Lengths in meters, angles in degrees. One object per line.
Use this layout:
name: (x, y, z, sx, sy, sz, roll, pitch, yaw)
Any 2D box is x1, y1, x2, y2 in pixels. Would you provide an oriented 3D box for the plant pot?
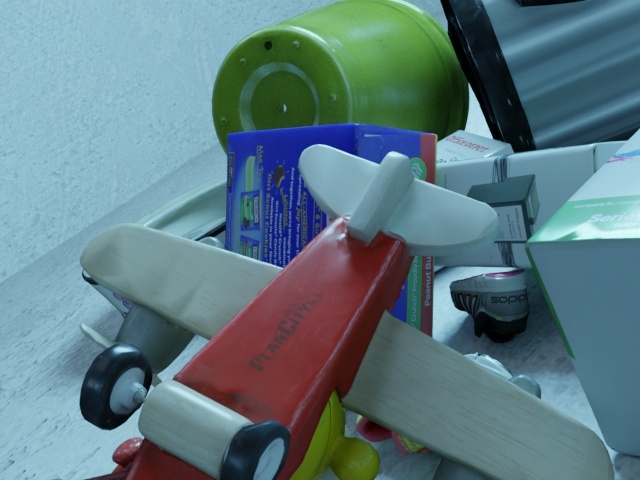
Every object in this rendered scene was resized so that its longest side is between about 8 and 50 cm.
plant pot: (0.014, -0.217, 1.403, 0.366, 0.367, 0.353, -18, 2, 28)

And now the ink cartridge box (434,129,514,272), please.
ink cartridge box: (0.141, -0.040, 1.267, 0.283, 0.117, 0.207, -29, 17, -4)

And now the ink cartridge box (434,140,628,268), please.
ink cartridge box: (0.263, -0.039, 0.950, 0.211, 0.122, 0.289, -7, 3, -32)

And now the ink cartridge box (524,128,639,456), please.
ink cartridge box: (0.315, 0.013, 0.709, 0.278, 0.201, 0.117, -38, 21, -33)

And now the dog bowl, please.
dog bowl: (-0.216, 0.018, 1.586, 0.408, 0.150, 0.408, -24, 18, 8)

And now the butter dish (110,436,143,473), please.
butter dish: (-0.170, 0.254, 0.887, 0.159, 0.118, 0.160, -20, 18, 20)

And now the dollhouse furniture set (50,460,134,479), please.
dollhouse furniture set: (-0.302, 0.347, 0.755, 0.374, 0.152, 0.201, -20, 19, 24)

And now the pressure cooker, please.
pressure cooker: (0.410, -0.330, 1.274, 0.420, 0.370, 0.375, -21, 13, 10)

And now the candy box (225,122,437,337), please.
candy box: (0.000, 0.000, 1.058, 0.122, 0.268, 0.317, 0, 5, -31)

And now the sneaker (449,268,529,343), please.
sneaker: (0.186, 0.077, 0.961, 0.063, 0.075, 0.170, -4, -8, -9)

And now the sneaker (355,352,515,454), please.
sneaker: (0.112, 0.164, 0.812, 0.208, 0.081, 0.094, -14, 29, 54)

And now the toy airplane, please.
toy airplane: (-0.007, 0.105, 0.735, 0.384, 0.272, 0.386, -11, 44, -9)
